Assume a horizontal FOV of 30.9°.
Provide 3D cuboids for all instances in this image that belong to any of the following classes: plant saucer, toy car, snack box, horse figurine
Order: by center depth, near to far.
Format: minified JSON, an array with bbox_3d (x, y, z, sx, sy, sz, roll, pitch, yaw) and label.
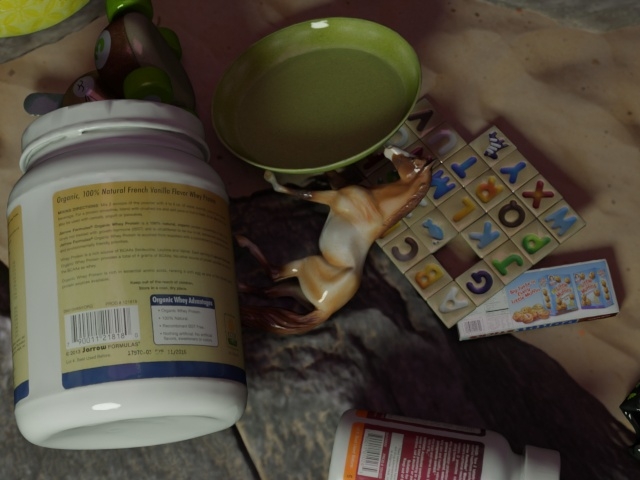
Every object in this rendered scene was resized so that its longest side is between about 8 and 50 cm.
[{"bbox_3d":[0.000,0.000,1.267,0.174,0.066,0.263,23,78,12],"label":"horse figurine"},{"bbox_3d":[0.235,0.065,1.278,0.178,0.022,0.064,-9,70,-3],"label":"snack box"},{"bbox_3d":[-0.246,-0.162,1.293,0.188,0.149,0.155,-23,56,8],"label":"toy car"},{"bbox_3d":[-0.003,-0.157,1.300,0.241,0.037,0.241,-8,49,9],"label":"plant saucer"}]

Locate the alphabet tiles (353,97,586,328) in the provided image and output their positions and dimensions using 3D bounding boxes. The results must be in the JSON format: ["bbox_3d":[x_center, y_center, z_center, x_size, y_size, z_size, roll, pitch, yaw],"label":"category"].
[{"bbox_3d":[0.147,-0.048,1.307,0.198,0.009,0.237,-36,71,-10],"label":"alphabet tiles"}]

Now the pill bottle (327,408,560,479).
[{"bbox_3d":[0.122,0.244,1.162,0.221,0.121,0.121,8,73,7],"label":"pill bottle"}]

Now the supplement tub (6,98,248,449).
[{"bbox_3d":[-0.198,0.039,1.175,0.228,0.228,0.316,-6,73,-2],"label":"supplement tub"}]

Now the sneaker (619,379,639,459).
[{"bbox_3d":[0.355,0.160,1.228,0.075,0.063,0.170,3,77,-6],"label":"sneaker"}]

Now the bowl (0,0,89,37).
[{"bbox_3d":[-0.385,-0.400,1.349,0.289,0.156,0.289,0,72,-1],"label":"bowl"}]
